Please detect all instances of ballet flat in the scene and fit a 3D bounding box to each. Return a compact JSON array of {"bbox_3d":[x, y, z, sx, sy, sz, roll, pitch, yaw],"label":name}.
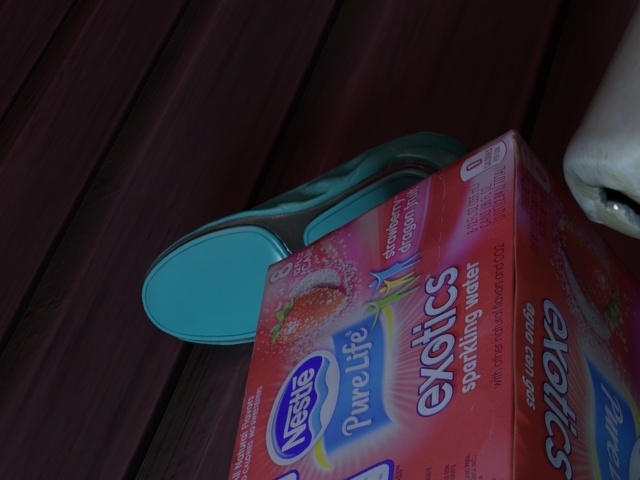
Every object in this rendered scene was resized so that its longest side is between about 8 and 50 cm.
[{"bbox_3d":[0.000,0.000,1.033,0.247,0.083,0.087,-23,9,33],"label":"ballet flat"}]

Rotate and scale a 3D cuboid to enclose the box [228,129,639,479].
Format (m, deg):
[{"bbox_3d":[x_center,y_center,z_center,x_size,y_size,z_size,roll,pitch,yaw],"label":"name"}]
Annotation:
[{"bbox_3d":[0.058,0.116,0.698,0.154,0.142,0.300,-29,30,25],"label":"box"}]

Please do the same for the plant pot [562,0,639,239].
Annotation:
[{"bbox_3d":[0.256,-0.094,0.595,0.305,0.334,0.334,-57,28,-3],"label":"plant pot"}]
